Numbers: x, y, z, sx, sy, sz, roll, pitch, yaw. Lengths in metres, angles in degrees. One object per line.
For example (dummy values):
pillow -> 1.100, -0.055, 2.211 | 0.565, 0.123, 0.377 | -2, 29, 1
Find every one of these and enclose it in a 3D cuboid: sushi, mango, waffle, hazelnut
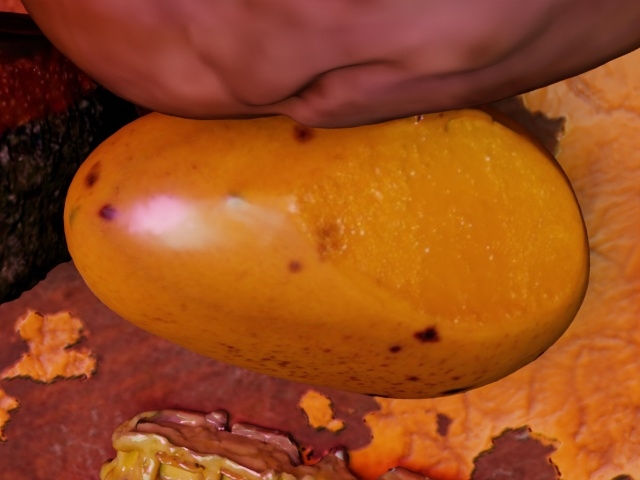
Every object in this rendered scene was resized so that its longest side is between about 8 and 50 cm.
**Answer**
sushi -> -0.175, -0.049, 0.558 | 0.136, 0.225, 0.126 | 8, 106, 9
mango -> 0.000, 0.000, 0.573 | 0.290, 0.191, 0.160 | 8, 80, -35
waffle -> -0.017, 0.222, 0.726 | 0.283, 0.065, 0.309 | -28, 108, 12
hazelnut -> 0.016, -0.205, 0.455 | 0.372, 0.372, 0.315 | -24, 141, 9
